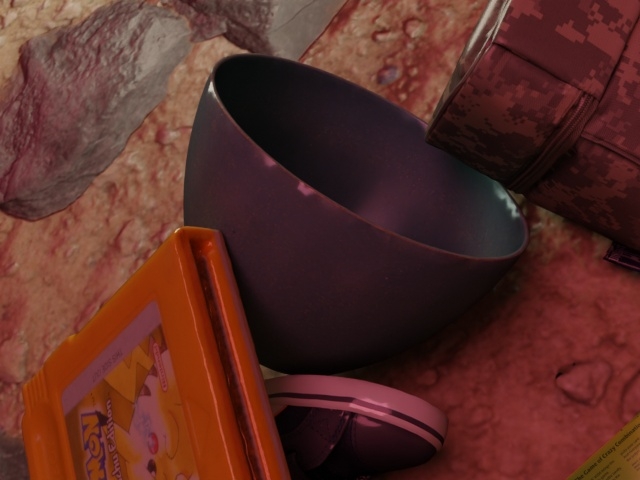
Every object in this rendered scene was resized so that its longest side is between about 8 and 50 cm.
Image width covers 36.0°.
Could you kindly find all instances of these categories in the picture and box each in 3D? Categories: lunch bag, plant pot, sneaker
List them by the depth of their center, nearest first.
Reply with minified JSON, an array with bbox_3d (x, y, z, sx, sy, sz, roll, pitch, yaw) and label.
[{"bbox_3d":[0.262,-0.154,0.812,0.256,0.212,0.305,28,76,4],"label":"lunch bag"},{"bbox_3d":[-0.047,0.186,0.828,0.321,0.126,0.127,-4,58,34],"label":"sneaker"},{"bbox_3d":[0.000,0.000,0.838,0.290,0.290,0.195,49,120,35],"label":"plant pot"}]

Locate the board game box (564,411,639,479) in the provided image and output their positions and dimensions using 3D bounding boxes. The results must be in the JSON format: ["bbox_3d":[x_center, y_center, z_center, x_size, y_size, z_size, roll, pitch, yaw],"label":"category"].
[{"bbox_3d":[0.231,0.205,0.738,0.181,0.043,0.092,-42,55,-1],"label":"board game box"}]

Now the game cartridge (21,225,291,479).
[{"bbox_3d":[-0.141,0.188,0.761,0.324,0.053,0.285,-40,59,40],"label":"game cartridge"}]
